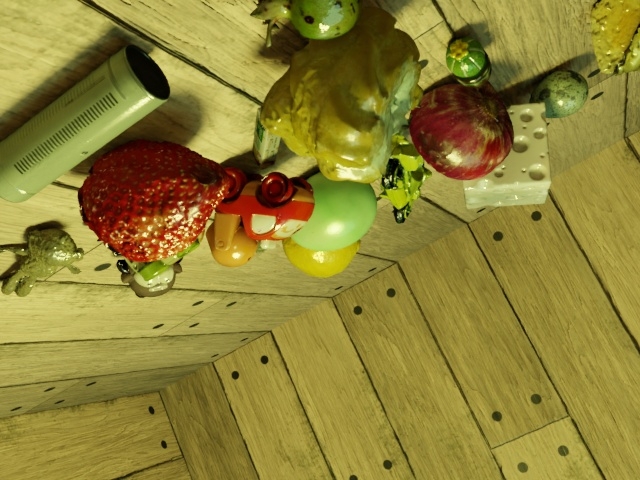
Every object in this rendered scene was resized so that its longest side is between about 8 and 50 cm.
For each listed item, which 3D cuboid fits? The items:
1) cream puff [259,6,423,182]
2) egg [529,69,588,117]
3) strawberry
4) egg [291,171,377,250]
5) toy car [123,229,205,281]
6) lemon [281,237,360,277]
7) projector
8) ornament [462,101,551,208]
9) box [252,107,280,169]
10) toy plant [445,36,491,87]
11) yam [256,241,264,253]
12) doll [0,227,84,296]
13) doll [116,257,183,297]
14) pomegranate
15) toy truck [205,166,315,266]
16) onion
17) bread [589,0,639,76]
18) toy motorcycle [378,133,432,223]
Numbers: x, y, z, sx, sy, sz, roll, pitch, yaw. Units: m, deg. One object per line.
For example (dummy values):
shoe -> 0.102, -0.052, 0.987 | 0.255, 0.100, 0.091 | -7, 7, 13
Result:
cream puff -> 0.027, -0.272, 1.249 | 0.274, 0.270, 0.323 | 78, 32, -54
egg -> 0.684, -0.418, 2.014 | 0.172, 0.132, 0.132 | -20, 171, 40
strawberry -> -0.314, -0.091, 1.358 | 0.288, 0.250, 0.238 | -11, 140, 45
egg -> 0.027, -0.083, 1.943 | 0.270, 0.220, 0.220 | -25, 165, 15
toy car -> -0.372, -0.022, 1.751 | 0.235, 0.145, 0.235 | -34, -177, 2
lemon -> 0.000, 0.000, 2.173 | 0.234, 0.233, 0.288 | -30, 156, 17
projector -> -0.407, -0.187, 1.153 | 0.338, 0.108, 0.108 | -30, 164, 18
ornament -> 0.532, -0.240, 2.035 | 0.240, 0.239, 0.239 | -4, 167, 13
box -> -0.121, -0.227, 1.562 | 0.041, 0.049, 0.207 | -22, 164, -17
toy plant -> 0.335, -0.406, 1.589 | 0.093, 0.092, 0.162 | -31, 163, 20
yam -> -0.166, -0.043, 1.953 | 0.133, 0.133, 0.330 | -20, 166, -17
doll -> -0.652, 0.058, 1.630 | 0.203, 0.091, 0.286 | 13, 143, -8
doll -> -0.472, 0.089, 1.943 | 0.182, 0.117, 0.257 | -13, 164, -21
pomegranate -> -0.017, -0.374, 1.085 | 0.169, 0.148, 0.148 | -17, 167, 13
toy truck -> -0.149, -0.047, 1.688 | 0.265, 0.239, 0.189 | 6, -179, 20
onion -> 0.351, -0.271, 1.795 | 0.230, 0.256, 0.272 | -30, 155, -39
bread -> 0.776, -0.540, 1.712 | 0.204, 0.162, 0.262 | -11, 137, -37
toy motorcycle -> 0.238, -0.192, 2.016 | 0.142, 0.206, 0.342 | 4, 161, 16
